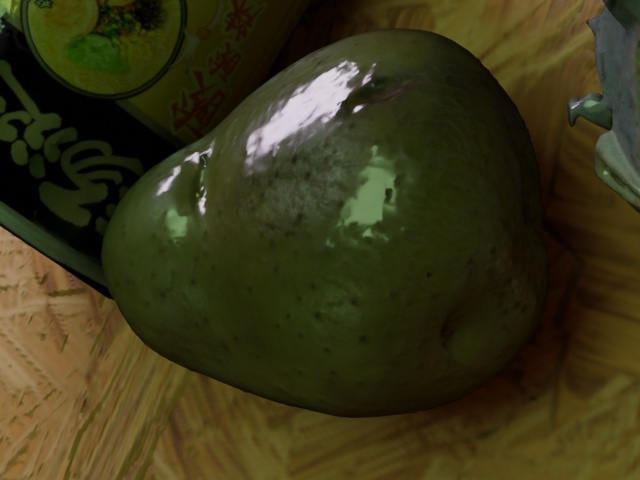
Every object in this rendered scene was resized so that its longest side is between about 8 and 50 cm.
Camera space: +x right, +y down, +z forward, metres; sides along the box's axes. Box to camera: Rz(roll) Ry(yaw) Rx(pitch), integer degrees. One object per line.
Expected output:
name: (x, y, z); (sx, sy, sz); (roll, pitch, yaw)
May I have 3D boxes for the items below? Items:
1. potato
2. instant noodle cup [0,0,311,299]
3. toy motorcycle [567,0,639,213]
potato: (0.000, 0.000, 0.713); (0.194, 0.157, 0.157); (-12, 66, 22)
instant noodle cup: (-0.100, -0.118, 0.822); (0.236, 0.215, 0.215); (-52, 50, 0)
toy motorcycle: (0.142, -0.096, 0.669); (0.094, 0.130, 0.229); (2, 52, -2)
